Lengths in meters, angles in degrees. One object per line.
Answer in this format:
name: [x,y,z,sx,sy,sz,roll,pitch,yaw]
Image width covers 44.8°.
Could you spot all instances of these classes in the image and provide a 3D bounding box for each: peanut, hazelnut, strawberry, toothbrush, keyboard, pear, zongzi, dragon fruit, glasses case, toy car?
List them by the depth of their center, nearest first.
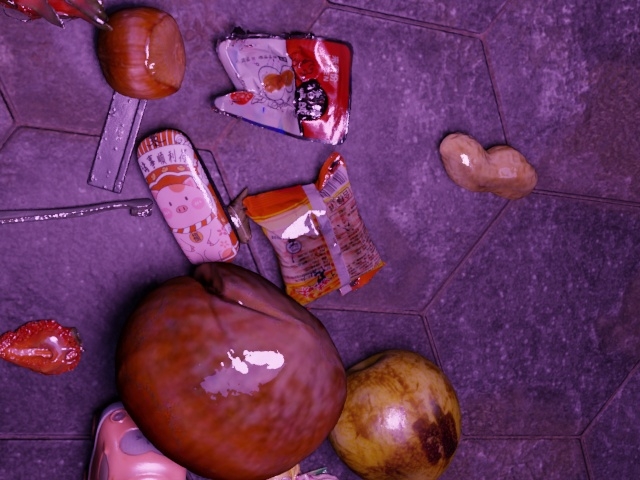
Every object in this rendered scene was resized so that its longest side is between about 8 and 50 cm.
dragon fruit: [-0.415,-0.421,1.164,0.274,0.193,0.192,47,58,-24]
hazelnut: [-0.295,-0.305,1.266,0.150,0.150,0.150,-5,106,-18]
toothbrush: [-0.441,-0.046,1.345,0.297,0.030,0.031,-6,116,-18]
keyboard: [-0.348,-0.180,1.348,0.060,0.018,0.195,17,99,-15]
hazelnut: [-0.145,0.218,1.353,0.359,0.359,0.409,-47,119,-2]
glasses case: [-0.232,-0.071,1.376,0.103,0.067,0.267,-20,110,16]
strawberry: [-0.496,0.194,1.383,0.152,0.048,0.104,-2,102,-22]
toy car: [-0.327,0.435,1.408,0.180,0.212,0.270,7,110,-20]
zongzi: [-0.140,-0.044,1.447,0.083,0.040,0.076,-47,111,-14]
pear: [0.145,0.355,1.526,0.283,0.283,0.284,-5,106,-18]
peanut: [0.333,-0.145,1.550,0.229,0.098,0.103,13,59,-23]

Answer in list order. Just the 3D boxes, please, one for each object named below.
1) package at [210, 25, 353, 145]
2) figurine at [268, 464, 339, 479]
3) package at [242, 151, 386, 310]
package: [-0.065,-0.279,1.396,0.269,0.071,0.194,0,107,-32]
figurine: [-0.045,0.486,1.611,0.187,0.083,0.083,11,101,-15]
package: [-0.006,0.004,1.468,0.223,0.108,0.288,-28,115,-8]
